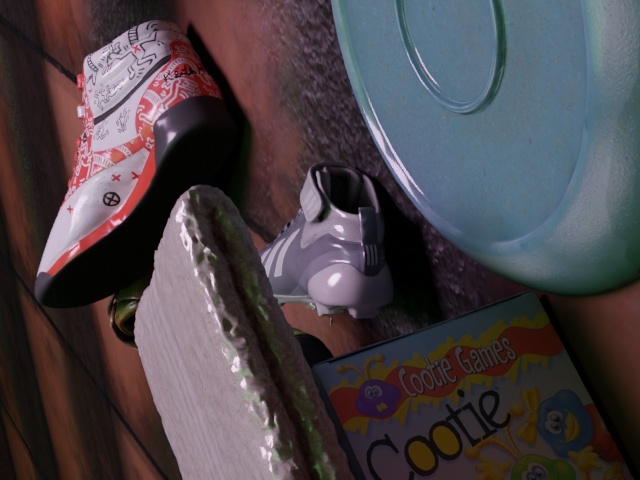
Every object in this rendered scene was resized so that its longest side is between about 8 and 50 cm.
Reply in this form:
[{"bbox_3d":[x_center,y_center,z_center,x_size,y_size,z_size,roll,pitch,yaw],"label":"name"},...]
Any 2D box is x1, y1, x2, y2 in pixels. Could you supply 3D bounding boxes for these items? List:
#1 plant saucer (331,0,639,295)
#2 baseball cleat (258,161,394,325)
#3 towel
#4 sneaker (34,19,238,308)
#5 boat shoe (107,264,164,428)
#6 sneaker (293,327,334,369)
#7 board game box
[{"bbox_3d":[0.078,-0.118,0.691,0.317,0.043,0.318,49,148,45],"label":"plant saucer"},{"bbox_3d":[0.000,0.000,0.950,0.206,0.072,0.110,-175,86,-64],"label":"baseball cleat"},{"bbox_3d":[-0.032,0.125,0.736,0.282,0.049,0.187,67,156,19],"label":"towel"},{"bbox_3d":[-0.179,-0.068,1.181,0.270,0.090,0.145,-47,56,33],"label":"sneaker"},{"bbox_3d":[-0.145,0.049,1.254,0.307,0.104,0.111,58,154,34],"label":"boat shoe"},{"bbox_3d":[-0.028,0.153,1.003,0.097,0.084,0.235,31,129,46],"label":"sneaker"},{"bbox_3d":[0.054,0.166,0.814,0.142,0.144,0.275,65,157,20],"label":"board game box"}]
